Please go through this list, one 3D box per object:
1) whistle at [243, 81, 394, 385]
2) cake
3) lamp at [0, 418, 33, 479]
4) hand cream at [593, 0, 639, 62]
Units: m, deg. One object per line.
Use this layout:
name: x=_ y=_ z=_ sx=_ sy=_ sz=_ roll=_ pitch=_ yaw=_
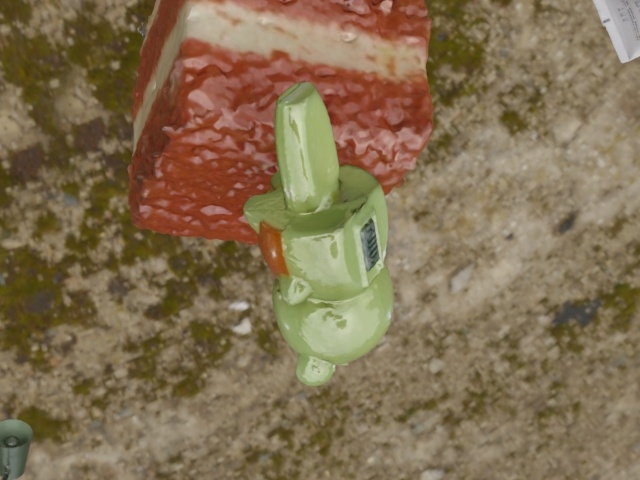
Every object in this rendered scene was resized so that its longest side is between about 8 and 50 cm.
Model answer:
whistle: x=0.000 y=0.000 z=0.871 sx=0.131 sy=0.106 sz=0.288 roll=-48 pitch=138 yaw=-41
cake: x=-0.047 y=-0.182 z=1.074 sx=0.270 sy=0.320 sz=0.269 roll=8 pitch=155 yaw=-19
lamp: x=-0.247 y=0.194 z=0.765 sx=0.041 sy=0.121 sz=0.054 roll=11 pitch=122 yaw=-1
hand cream: x=0.302 y=-0.209 z=0.864 sx=0.053 sy=0.142 sz=0.084 roll=-37 pitch=105 yaw=-39
